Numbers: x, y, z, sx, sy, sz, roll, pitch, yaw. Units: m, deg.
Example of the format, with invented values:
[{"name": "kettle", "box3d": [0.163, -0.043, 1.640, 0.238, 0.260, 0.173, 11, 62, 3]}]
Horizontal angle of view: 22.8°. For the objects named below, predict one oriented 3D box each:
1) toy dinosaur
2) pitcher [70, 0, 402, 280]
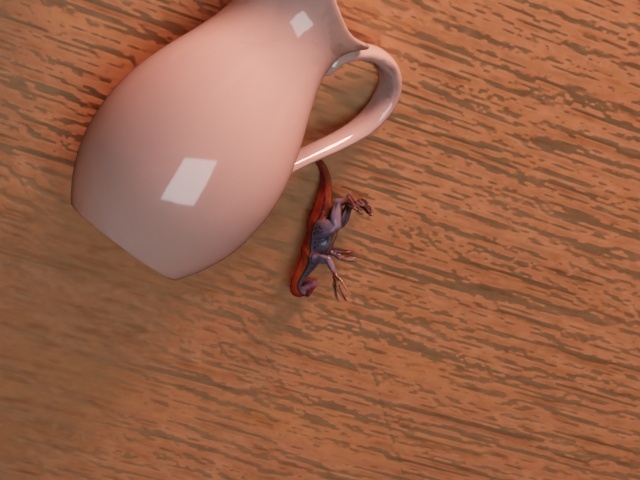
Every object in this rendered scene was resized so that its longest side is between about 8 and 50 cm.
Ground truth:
[{"name": "toy dinosaur", "box3d": [0.000, 0.000, 1.111, 0.082, 0.047, 0.090, -40, 86, 16]}, {"name": "pitcher", "box3d": [-0.047, -0.069, 1.016, 0.207, 0.125, 0.177, -53, 133, 0]}]
